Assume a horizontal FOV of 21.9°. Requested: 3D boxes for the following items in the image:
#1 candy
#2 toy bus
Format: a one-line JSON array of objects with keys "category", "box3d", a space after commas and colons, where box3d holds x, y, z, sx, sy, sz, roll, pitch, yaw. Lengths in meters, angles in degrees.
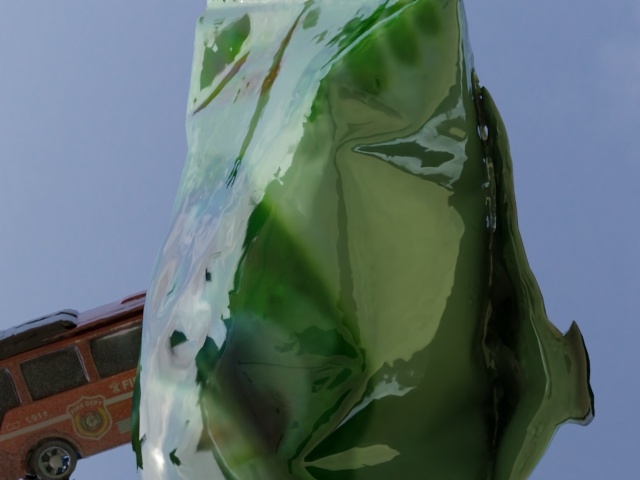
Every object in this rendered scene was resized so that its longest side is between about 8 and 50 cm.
[{"category": "candy", "box3d": [-0.006, 0.000, 0.820, 0.172, 0.263, 0.398, -3, -88, -35]}, {"category": "toy bus", "box3d": [-0.118, 0.080, 0.982, 0.235, 0.073, 0.096, -16, -81, -2]}]
